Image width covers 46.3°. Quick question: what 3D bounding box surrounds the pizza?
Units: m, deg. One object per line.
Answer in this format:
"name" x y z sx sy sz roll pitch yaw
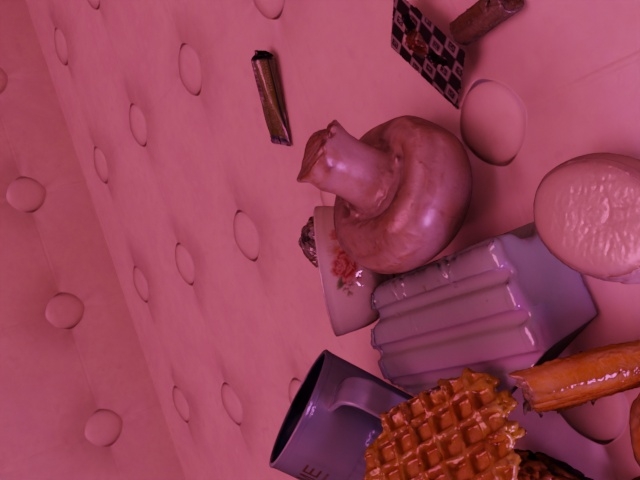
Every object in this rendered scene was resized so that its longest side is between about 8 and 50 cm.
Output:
"pizza" 0.377 0.218 1.152 0.287 0.280 0.075 122 139 -62

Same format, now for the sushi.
"sushi" 0.198 -0.341 1.319 0.201 0.031 0.139 51 162 26

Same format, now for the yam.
"yam" 0.262 -0.359 1.197 0.132 0.054 0.054 -25 84 59

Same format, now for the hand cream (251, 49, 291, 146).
"hand cream" -0.117 -0.341 1.788 0.086 0.055 0.235 21 130 54

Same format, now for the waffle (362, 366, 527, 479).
"waffle" 0.191 0.357 1.223 0.312 0.060 0.307 -2 70 47

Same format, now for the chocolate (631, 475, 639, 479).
"chocolate" 0.534 0.428 1.197 0.064 0.031 0.100 -34 75 52

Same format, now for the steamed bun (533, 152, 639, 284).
"steamed bun" 0.414 -0.035 1.055 0.228 0.131 0.177 20 111 53

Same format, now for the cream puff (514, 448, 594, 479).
"cream puff" 0.365 0.482 1.273 0.327 0.343 0.231 21 84 28

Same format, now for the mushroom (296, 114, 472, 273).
"mushroom" 0.106 -0.091 1.313 0.297 0.290 0.297 -40 40 46

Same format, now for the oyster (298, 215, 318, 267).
"oyster" 0.000 0.000 1.760 0.125 0.064 0.177 57 145 14

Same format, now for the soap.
"soap" 0.265 0.151 1.345 0.446 0.156 0.261 -31 82 57

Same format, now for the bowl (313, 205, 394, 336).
"bowl" 0.077 0.052 1.546 0.277 0.145 0.277 -10 -90 -82

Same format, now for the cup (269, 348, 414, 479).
"cup" 0.105 0.381 1.517 0.311 0.257 0.331 27 118 -3

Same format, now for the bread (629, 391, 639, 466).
"bread" 0.546 0.295 1.022 0.244 0.134 0.244 35 134 47
